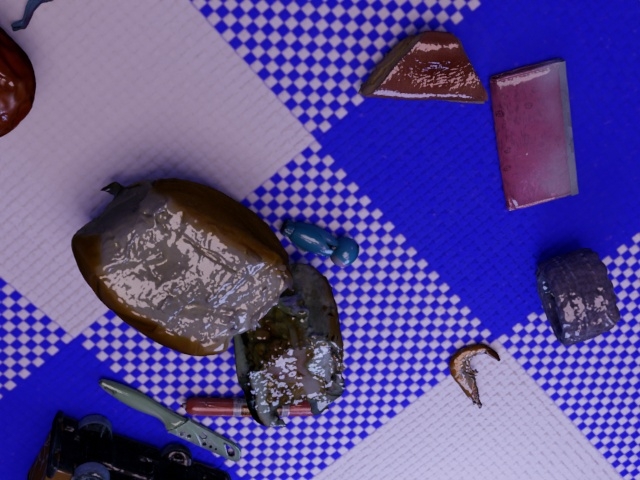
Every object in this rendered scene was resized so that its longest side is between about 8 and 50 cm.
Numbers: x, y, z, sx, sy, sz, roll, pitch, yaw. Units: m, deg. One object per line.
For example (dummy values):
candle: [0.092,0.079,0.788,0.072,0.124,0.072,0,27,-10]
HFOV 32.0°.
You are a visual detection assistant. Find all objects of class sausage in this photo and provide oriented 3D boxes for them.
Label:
sausage: [-0.109,0.279,1.873,0.253,0.034,0.034,1,117,-12]

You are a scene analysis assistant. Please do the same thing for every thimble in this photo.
thimble: [0.415,0.091,1.809,0.097,0.150,0.150,-17,119,-1]

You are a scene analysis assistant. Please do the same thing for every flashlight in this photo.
flashlight: [0.000,0.000,1.740,0.129,0.051,0.051,25,110,-15]

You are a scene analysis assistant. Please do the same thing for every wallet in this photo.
wallet: [0.331,-0.160,1.728,0.119,0.025,0.232,-15,119,-3]

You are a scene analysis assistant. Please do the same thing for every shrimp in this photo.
shrimp: [0.273,0.234,1.926,0.091,0.025,0.127,-21,117,-1]

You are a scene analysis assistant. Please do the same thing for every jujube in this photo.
jujube: [-0.489,-0.235,1.448,0.174,0.174,0.250,-42,120,12]

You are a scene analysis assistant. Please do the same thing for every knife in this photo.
knife: [-0.248,0.302,1.865,0.293,0.020,0.043,32,106,-25]

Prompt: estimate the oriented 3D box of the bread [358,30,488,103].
bread: [0.159,-0.253,1.621,0.192,0.067,0.119,4,124,-11]

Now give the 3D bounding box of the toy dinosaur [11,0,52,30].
toy dinosaur: [-0.363,-0.356,1.481,0.080,0.045,0.197,27,117,-36]

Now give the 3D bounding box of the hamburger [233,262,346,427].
hamburger: [-0.049,0.156,1.741,0.167,0.192,0.288,-8,149,0]

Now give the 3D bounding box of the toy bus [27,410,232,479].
toy bus: [-0.319,0.433,1.842,0.323,0.162,0.194,24,111,-20]

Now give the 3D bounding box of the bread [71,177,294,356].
bread: [-0.206,0.026,1.607,0.279,0.250,0.225,36,99,-19]
